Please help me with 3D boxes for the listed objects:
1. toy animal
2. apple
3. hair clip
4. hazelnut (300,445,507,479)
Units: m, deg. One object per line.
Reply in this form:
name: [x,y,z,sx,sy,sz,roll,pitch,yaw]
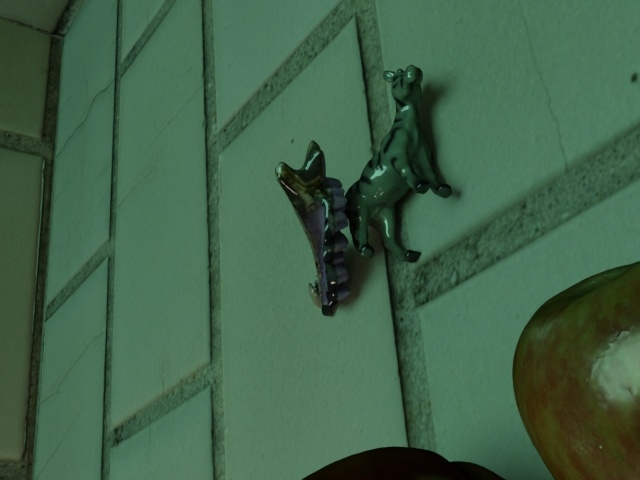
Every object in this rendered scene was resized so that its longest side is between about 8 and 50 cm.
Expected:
toy animal: [0.107,-0.090,1.113,0.255,0.090,0.170,-67,29,11]
apple: [0.280,0.117,0.614,0.264,0.264,0.264,-26,58,51]
hair clip: [0.000,0.000,1.168,0.106,0.085,0.292,-113,10,-47]
hazelnut: [0.049,0.403,0.750,0.402,0.402,0.429,6,92,57]
